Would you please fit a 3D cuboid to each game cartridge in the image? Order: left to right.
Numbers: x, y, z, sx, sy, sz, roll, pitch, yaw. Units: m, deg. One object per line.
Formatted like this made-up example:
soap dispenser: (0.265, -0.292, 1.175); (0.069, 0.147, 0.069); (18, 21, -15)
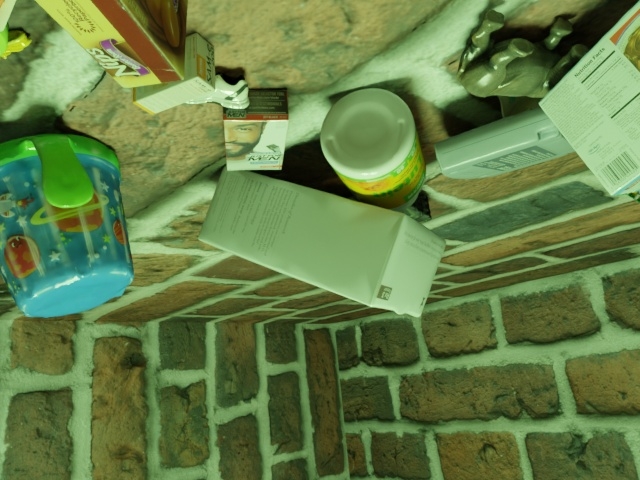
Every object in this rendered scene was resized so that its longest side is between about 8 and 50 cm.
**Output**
game cartridge: (0.310, -0.153, 0.853); (0.196, 0.060, 0.294); (-20, 173, 32)

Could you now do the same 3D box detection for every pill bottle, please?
pill bottle: (0.098, -0.126, 0.828); (0.137, 0.136, 0.246); (-10, 164, 15)

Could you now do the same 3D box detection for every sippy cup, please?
sippy cup: (-0.406, -0.009, 0.804); (0.240, 0.224, 0.305); (-24, 165, 0)

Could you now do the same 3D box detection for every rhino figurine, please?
rhino figurine: (0.287, -0.226, 0.663); (0.244, 0.073, 0.106); (-1, 160, -20)

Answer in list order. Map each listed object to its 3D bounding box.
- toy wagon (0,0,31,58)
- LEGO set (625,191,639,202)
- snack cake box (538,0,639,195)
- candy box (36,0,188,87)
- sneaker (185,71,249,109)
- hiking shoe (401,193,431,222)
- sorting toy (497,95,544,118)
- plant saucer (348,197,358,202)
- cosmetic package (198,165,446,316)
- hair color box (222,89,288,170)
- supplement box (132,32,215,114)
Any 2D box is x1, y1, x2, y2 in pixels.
toy wagon: (-0.360, -0.237, 0.409); (0.268, 0.068, 0.344); (-6, 164, 2)
LEGO set: (0.634, -0.184, 0.841); (0.332, 0.192, 0.255); (-10, -167, 27)
snack cake box: (0.391, -0.188, 0.547); (0.089, 0.152, 0.264); (-9, 152, -34)
candy box: (-0.133, -0.215, 0.345); (0.053, 0.186, 0.109); (-5, 165, 9)
sneaker: (-0.147, -0.203, 0.673); (0.109, 0.040, 0.043); (2, 135, -11)
hiking shoe: (0.170, -0.072, 1.132); (0.114, 0.086, 0.227); (-16, 162, 22)
sorting toy: (0.300, -0.218, 0.757); (0.083, 0.044, 0.075); (-17, 152, 42)
plant saucer: (0.027, -0.067, 1.136); (0.169, 0.029, 0.168); (-14, -179, 0)
cosmetic package: (0.000, 0.000, 0.922); (0.385, 0.156, 0.217); (17, 177, 31)
hair color box: (-0.101, -0.163, 0.785); (0.093, 0.053, 0.167); (-2, 163, -8)
supplement box: (-0.176, -0.199, 0.617); (0.099, 0.062, 0.036); (-12, 162, 23)
